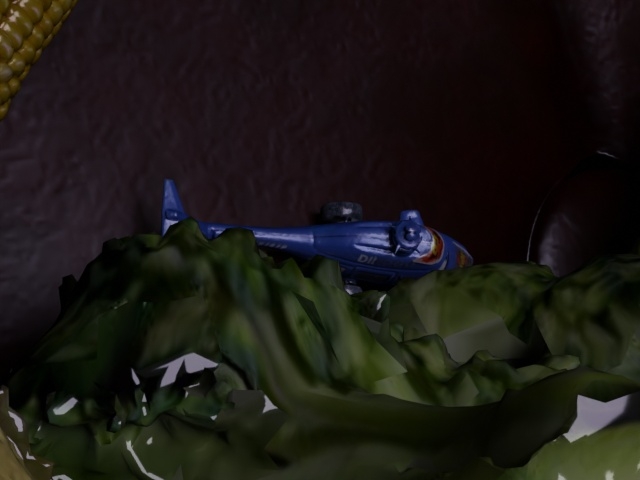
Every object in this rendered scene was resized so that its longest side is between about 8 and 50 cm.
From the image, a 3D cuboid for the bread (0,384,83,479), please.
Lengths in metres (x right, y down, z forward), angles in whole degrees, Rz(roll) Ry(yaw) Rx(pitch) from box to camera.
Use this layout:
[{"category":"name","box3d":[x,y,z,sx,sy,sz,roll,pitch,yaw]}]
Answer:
[{"category":"bread","box3d":[-0.127,0.274,0.561,0.405,0.345,0.242,48,8,-40]}]

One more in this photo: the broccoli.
[{"category":"broccoli","box3d":[0.021,0.131,0.699,0.338,0.317,0.277,1,82,4]}]

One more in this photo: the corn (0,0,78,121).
[{"category":"corn","box3d":[-0.154,-0.110,0.752,0.106,0.106,0.293,34,60,-20]}]

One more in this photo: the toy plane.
[{"category":"toy plane","box3d":[0.000,0.000,0.846,0.167,0.062,0.054,7,72,-21]}]

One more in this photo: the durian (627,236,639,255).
[{"category":"durian","box3d":[0.314,-0.006,0.983,0.255,0.204,0.340,33,68,-5]}]
